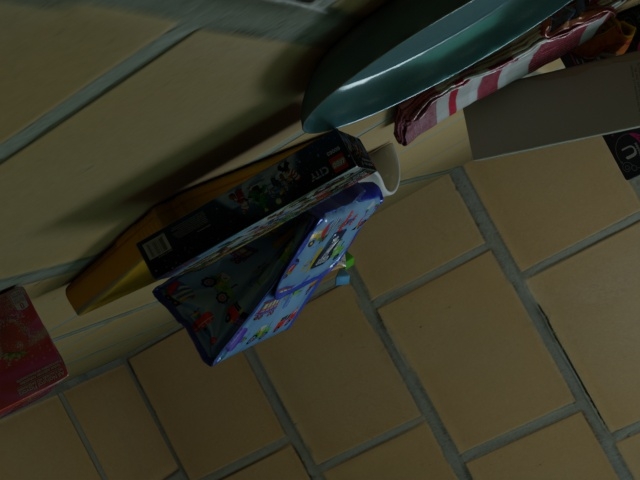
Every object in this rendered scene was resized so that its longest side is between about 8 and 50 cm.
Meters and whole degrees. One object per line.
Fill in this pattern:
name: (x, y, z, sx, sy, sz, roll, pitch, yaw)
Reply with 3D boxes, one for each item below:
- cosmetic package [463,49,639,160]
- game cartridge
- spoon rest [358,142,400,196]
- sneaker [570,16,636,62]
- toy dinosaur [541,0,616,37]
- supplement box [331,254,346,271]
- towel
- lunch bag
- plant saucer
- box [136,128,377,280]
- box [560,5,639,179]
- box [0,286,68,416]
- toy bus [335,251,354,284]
cosmetic package: (0.386, -0.206, 1.611, 0.309, 0.113, 0.160, -10, -177, 21)
game cartridge: (-0.151, -0.021, 1.357, 0.285, 0.053, 0.323, -26, 174, -38)
spoon rest: (0.055, -0.091, 1.656, 0.137, 0.084, 0.276, -30, 177, 32)
sneaker: (0.419, -0.312, 1.619, 0.175, 0.064, 0.067, -18, 136, -47)
toy dinosaur: (0.281, -0.253, 1.182, 0.082, 0.090, 0.047, -60, 172, -21)
supplement box: (0.000, 0.000, 1.586, 0.062, 0.098, 0.036, -22, 148, 28)
towel: (0.249, -0.231, 1.438, 0.329, 0.037, 0.237, -29, 175, 1)
lunch bag: (-0.046, 0.011, 1.442, 0.293, 0.138, 0.221, -44, 168, 26)
plant saucer: (0.115, -0.189, 0.931, 0.317, 0.044, 0.317, -28, 178, -1)
box: (-0.060, -0.036, 1.101, 0.233, 0.044, 0.159, -29, 176, 10)
box: (0.544, -0.254, 1.776, 0.163, 0.247, 0.142, -26, 178, -39)
box: (-0.431, 0.167, 1.187, 0.256, 0.123, 0.128, -27, 176, -29)
toy bus: (-0.034, 0.012, 2.304, 0.191, 0.202, 0.104, -20, 144, -20)
